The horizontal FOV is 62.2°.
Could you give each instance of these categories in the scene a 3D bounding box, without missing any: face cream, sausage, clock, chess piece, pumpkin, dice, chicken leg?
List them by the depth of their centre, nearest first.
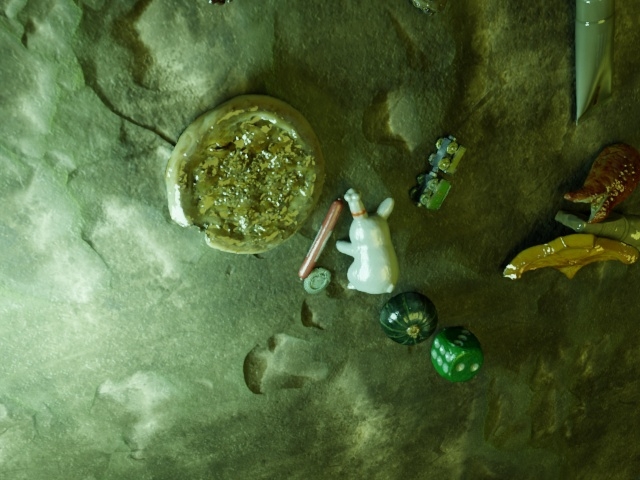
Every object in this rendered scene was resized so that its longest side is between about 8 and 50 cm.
[{"bbox_3d":[0.209,-0.568,1.112,0.085,0.069,0.198,-32,117,-4],"label":"chicken leg"},{"bbox_3d":[0.700,-0.468,1.353,0.137,0.084,0.341,-35,131,-11],"label":"face cream"},{"bbox_3d":[0.000,0.000,1.364,0.034,0.034,0.253,17,110,-28],"label":"sausage"},{"bbox_3d":[-0.008,0.109,1.434,0.074,0.010,0.083,28,106,-31],"label":"clock"},{"bbox_3d":[0.254,0.226,1.529,0.167,0.125,0.167,-8,118,-15],"label":"pumpkin"},{"bbox_3d":[0.738,0.049,1.580,0.290,0.095,0.258,5,158,-24],"label":"pumpkin"},{"bbox_3d":[0.856,-0.039,1.608,0.301,0.137,0.137,8,114,-25],"label":"chess piece"},{"bbox_3d":[0.427,0.358,1.668,0.120,0.128,0.131,0,119,-19],"label":"dice"}]

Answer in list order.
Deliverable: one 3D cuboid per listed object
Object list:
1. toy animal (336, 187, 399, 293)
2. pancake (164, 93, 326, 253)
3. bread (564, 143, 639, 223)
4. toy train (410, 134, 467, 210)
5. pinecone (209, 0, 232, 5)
[{"bbox_3d":[0.125,-0.006,1.362,0.141,0.138,0.282,-17,100,-21],"label":"toy animal"},{"bbox_3d":[-0.163,-0.131,1.207,0.382,0.071,0.382,-9,120,-16],"label":"pancake"},{"bbox_3d":[0.824,-0.168,1.512,0.139,0.095,0.269,43,73,5],"label":"bread"},{"bbox_3d":[0.307,-0.173,1.372,0.081,0.060,0.202,13,112,-34],"label":"toy train"},{"bbox_3d":[-0.174,-0.524,0.937,0.179,0.150,0.195,-30,123,-3],"label":"pinecone"}]
